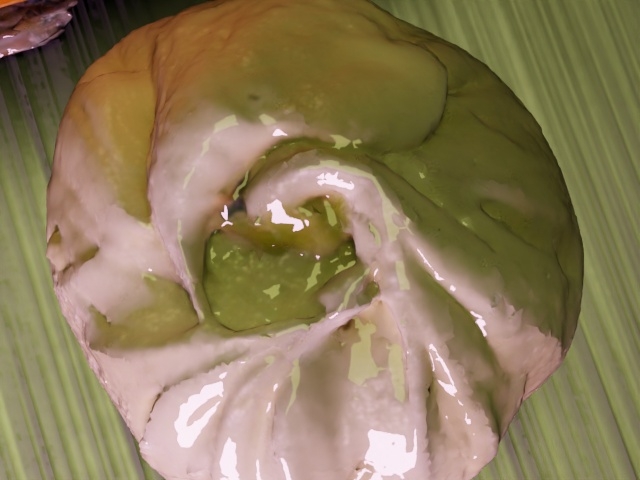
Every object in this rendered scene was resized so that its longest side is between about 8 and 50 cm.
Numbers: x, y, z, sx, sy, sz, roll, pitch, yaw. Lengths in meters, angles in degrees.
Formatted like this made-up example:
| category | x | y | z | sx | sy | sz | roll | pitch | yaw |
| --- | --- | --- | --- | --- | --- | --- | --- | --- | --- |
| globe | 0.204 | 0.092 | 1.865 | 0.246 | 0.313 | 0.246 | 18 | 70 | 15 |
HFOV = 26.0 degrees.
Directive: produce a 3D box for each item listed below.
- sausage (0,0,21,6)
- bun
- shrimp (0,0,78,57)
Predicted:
| category | x | y | z | sx | sy | sz | roll | pitch | yaw |
| --- | --- | --- | --- | --- | --- | --- | --- | --- | --- |
| sausage | -0.102 | -0.230 | 0.596 | 0.287 | 0.233 | 0.233 | -19 | 81 | -19 |
| bun | 0.000 | 0.000 | 0.618 | 0.259 | 0.160 | 0.259 | 1 | 77 | -5 |
| shrimp | -0.211 | -0.074 | 0.635 | 0.219 | 0.152 | 0.046 | -21 | 118 | -13 |
